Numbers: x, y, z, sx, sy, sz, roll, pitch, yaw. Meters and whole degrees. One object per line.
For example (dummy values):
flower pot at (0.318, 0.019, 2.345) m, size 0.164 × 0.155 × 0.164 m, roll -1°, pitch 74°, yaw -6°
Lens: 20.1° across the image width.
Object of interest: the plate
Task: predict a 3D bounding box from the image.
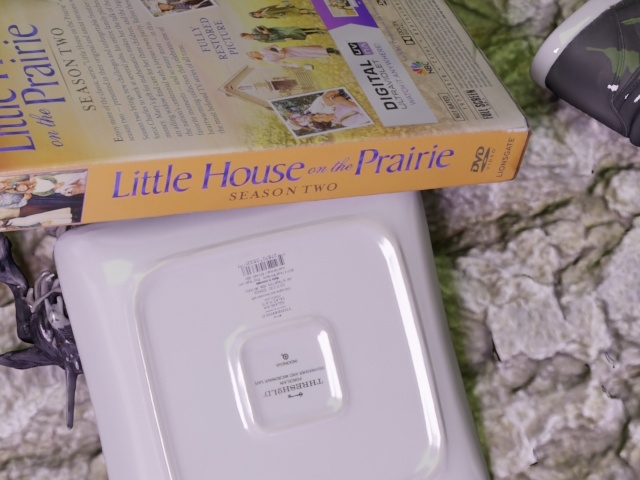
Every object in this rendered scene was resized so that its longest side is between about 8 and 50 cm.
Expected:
plate at (-0.026, 0.097, 1.287) m, size 0.277 × 0.045 × 0.278 m, roll -13°, pitch 88°, yaw -15°

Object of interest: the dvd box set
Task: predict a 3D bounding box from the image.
dvd box set at (-0.094, -0.139, 1.336) m, size 0.420 × 0.062 × 0.308 m, roll -7°, pitch 43°, yaw -22°

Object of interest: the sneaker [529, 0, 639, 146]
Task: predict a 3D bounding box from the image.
sneaker at (0.323, -0.181, 1.445) m, size 0.295 × 0.104 × 0.147 m, roll -41°, pitch 73°, yaw -8°

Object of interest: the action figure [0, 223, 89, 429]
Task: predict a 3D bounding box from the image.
action figure at (-0.200, -0.004, 1.362) m, size 0.164 × 0.141 × 0.276 m, roll -17°, pitch 65°, yaw 15°
